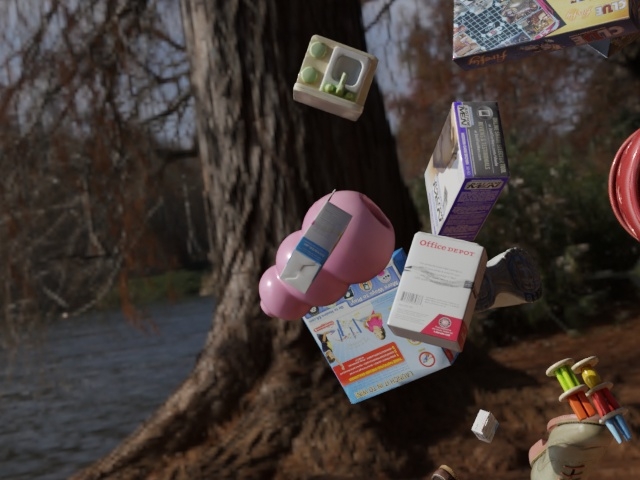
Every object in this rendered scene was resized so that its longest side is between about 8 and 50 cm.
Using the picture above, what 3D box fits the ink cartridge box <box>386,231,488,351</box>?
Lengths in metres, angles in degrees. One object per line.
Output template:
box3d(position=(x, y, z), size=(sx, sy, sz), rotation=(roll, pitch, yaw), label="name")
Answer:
box3d(position=(0.175, 0.075, 1.488), size=(0.109, 0.150, 0.063), rotation=(13, -17, 21), label="ink cartridge box")

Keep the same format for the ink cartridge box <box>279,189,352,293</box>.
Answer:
box3d(position=(0.000, 0.000, 1.908), size=(0.181, 0.061, 0.104), rotation=(-57, -2, -39), label="ink cartridge box")

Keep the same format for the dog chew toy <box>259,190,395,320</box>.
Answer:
box3d(position=(0.001, 0.047, 2.180), size=(0.332, 0.206, 0.206), rotation=(-43, -13, 15), label="dog chew toy")

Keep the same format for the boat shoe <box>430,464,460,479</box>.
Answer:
box3d(position=(0.248, 0.548, 2.072), size=(0.073, 0.207, 0.073), rotation=(-31, 44, -28), label="boat shoe")

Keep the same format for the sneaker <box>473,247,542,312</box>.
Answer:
box3d(position=(0.313, 0.086, 1.937), size=(0.297, 0.111, 0.129), rotation=(-5, -13, -41), label="sneaker")

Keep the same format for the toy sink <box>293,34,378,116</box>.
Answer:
box3d(position=(0.032, -0.348, 2.158), size=(0.152, 0.131, 0.234), rotation=(19, 2, -1), label="toy sink")

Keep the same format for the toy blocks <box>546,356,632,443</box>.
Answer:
box3d(position=(0.454, 0.270, 1.683), size=(0.123, 0.148, 0.054), rotation=(2, -38, -41), label="toy blocks")

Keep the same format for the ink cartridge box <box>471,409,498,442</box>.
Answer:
box3d(position=(0.341, 0.384, 2.097), size=(0.028, 0.048, 0.083), rotation=(17, -20, 30), label="ink cartridge box")

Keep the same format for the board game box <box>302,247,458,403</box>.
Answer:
box3d(position=(0.142, 0.218, 2.530), size=(0.308, 0.302, 0.086), rotation=(-26, 7, 29), label="board game box")

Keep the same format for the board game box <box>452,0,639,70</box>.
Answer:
box3d(position=(0.294, -0.330, 1.343), size=(0.243, 0.165, 0.042), rotation=(-7, -20, 33), label="board game box")

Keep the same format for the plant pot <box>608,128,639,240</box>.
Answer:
box3d(position=(0.441, -0.065, 1.186), size=(0.191, 0.191, 0.174), rotation=(-8, 0, 7), label="plant pot")

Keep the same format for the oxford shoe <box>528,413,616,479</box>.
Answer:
box3d(position=(0.549, 0.482, 2.184), size=(0.140, 0.146, 0.397), rotation=(7, -29, 3), label="oxford shoe")

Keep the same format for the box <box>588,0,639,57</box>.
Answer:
box3d(position=(0.587, -0.466, 1.950), size=(0.156, 0.093, 0.158), rotation=(-33, -32, -17), label="box")

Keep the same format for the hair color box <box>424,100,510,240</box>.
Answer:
box3d(position=(0.318, -0.145, 2.239), size=(0.110, 0.185, 0.339), rotation=(-2, -24, -8), label="hair color box")
